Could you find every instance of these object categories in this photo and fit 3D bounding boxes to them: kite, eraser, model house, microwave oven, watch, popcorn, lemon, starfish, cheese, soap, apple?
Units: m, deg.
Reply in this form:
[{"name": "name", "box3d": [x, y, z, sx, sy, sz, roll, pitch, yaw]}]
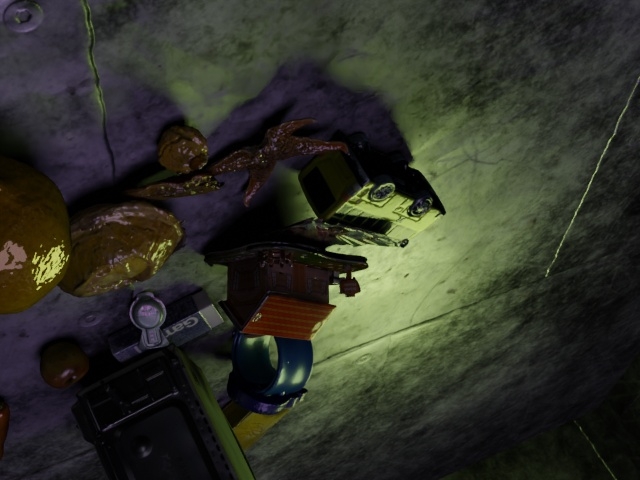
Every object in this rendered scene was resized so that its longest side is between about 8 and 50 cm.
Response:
[{"name": "kite", "box3d": [0.000, 0.000, 1.574, 0.323, 0.013, 0.267, 0, 165, 4]}, {"name": "eraser", "box3d": [-0.302, 0.176, 1.709, 0.213, 0.046, 0.092, -27, 150, -5]}, {"name": "model house", "box3d": [-0.057, 0.102, 1.624, 0.207, 0.153, 0.294, -11, 164, 40]}, {"name": "microwave oven", "box3d": [-0.290, 0.459, 1.751, 0.247, 0.394, 0.333, -28, 161, -4]}, {"name": "watch", "box3d": [-0.110, 0.257, 1.874, 0.171, 0.196, 0.200, -4, 120, -51]}, {"name": "popcorn", "box3d": [-0.202, -0.128, 1.319, 0.084, 0.084, 0.084, -21, 148, -14]}, {"name": "lemon", "box3d": [-0.441, -0.004, 1.188, 0.204, 0.204, 0.260, -12, 147, -27]}, {"name": "starfish", "box3d": [-0.089, -0.130, 1.442, 0.248, 0.050, 0.138, -26, 148, 15]}, {"name": "cheese", "box3d": [-0.321, 0.151, 1.635, 0.067, 0.026, 0.120, -8, 115, -7]}, {"name": "soap", "box3d": [-0.186, 0.450, 2.177, 0.233, 0.076, 0.135, -43, 145, 23]}, {"name": "apple", "box3d": [-0.476, 0.232, 1.621, 0.090, 0.074, 0.089, -23, 150, -14]}]

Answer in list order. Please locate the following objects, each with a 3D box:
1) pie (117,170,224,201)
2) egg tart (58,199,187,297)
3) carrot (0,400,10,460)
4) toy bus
[{"name": "pie", "box3d": [-0.232, -0.084, 1.365, 0.170, 0.034, 0.092, -9, 173, -15]}, {"name": "egg tart", "box3d": [-0.333, 0.027, 1.403, 0.252, 0.098, 0.232, -13, 154, -12]}, {"name": "carrot", "box3d": [-0.649, 0.392, 1.748, 0.043, 0.043, 0.247, -10, 146, -29]}, {"name": "toy bus", "box3d": [0.096, -0.083, 1.582, 0.150, 0.128, 0.262, -43, 145, 23]}]
